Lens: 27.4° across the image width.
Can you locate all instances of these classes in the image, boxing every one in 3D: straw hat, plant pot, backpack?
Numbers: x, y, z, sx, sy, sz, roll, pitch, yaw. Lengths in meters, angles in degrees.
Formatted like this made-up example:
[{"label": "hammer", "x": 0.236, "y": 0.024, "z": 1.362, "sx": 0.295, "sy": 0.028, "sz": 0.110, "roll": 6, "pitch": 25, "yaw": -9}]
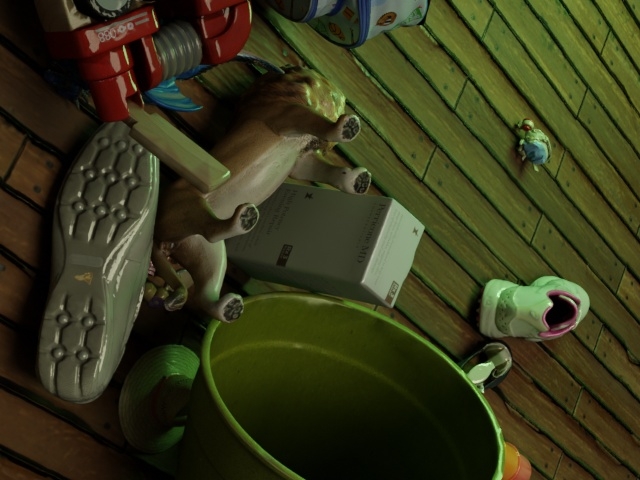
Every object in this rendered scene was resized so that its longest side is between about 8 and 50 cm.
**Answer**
[{"label": "straw hat", "x": -0.171, "y": 0.196, "z": 1.592, "sx": 0.144, "sy": 0.061, "sz": 0.144, "roll": -13, "pitch": 107, "yaw": -48}, {"label": "plant pot", "x": -0.027, "y": 0.309, "z": 1.543, "sx": 0.366, "sy": 0.366, "sz": 0.353, "roll": -12, "pitch": 136, "yaw": -48}, {"label": "backpack", "x": 0.023, "y": -0.365, "z": 1.576, "sx": 0.213, "sy": 0.276, "sz": 0.263, "roll": -26, "pitch": 128, "yaw": -10}]

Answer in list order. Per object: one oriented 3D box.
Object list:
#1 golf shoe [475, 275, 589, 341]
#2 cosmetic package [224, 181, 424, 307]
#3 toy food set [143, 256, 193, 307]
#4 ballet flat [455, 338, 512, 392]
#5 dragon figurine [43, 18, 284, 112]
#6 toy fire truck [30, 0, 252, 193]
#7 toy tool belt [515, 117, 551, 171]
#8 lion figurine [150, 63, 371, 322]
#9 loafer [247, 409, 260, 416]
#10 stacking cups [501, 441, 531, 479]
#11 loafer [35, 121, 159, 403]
[{"label": "golf shoe", "x": 0.385, "y": 0.122, "z": 2.176, "sx": 0.306, "sy": 0.140, "sz": 0.115, "roll": -3, "pitch": 97, "yaw": -51}, {"label": "cosmetic package", "x": 0.000, "y": 0.000, "z": 1.624, "sx": 0.085, "sy": 0.231, "sz": 0.117, "roll": 39, "pitch": 67, "yaw": -46}, {"label": "toy food set", "x": -0.186, "y": 0.038, "z": 1.576, "sx": 0.122, "sy": 0.019, "sz": 0.078, "roll": -32, "pitch": 120, "yaw": -42}, {"label": "ballet flat", "x": 0.262, "y": 0.204, "z": 2.088, "sx": 0.203, "sy": 0.074, "sz": 0.074, "roll": -24, "pitch": 115, "yaw": -44}, {"label": "dragon figurine", "x": -0.180, "y": -0.191, "z": 1.488, "sx": 0.289, "sy": 0.085, "sz": 0.144, "roll": 18, "pitch": 85, "yaw": -45}, {"label": "toy fire truck", "x": -0.153, "y": -0.187, "z": 1.360, "sx": 0.217, "sy": 0.158, "sz": 0.246, "roll": -29, "pitch": 114, "yaw": -36}, {"label": "toy tool belt", "x": 0.346, "y": -0.154, "z": 2.146, "sx": 0.083, "sy": 0.052, "sz": 0.051, "roll": 53, "pitch": 49, "yaw": -40}, {"label": "lion figurine", "x": -0.094, "y": -0.070, "z": 1.537, "sx": 0.392, "sy": 0.240, "sz": 0.142, "roll": -38, "pitch": 128, "yaw": -26}, {"label": "loafer", "x": -0.106, "y": 0.214, "z": 1.671, "sx": 0.062, "sy": 0.061, "sz": 0.170, "roll": -16, "pitch": 110, "yaw": -48}, {"label": "stacking cups", "x": 0.247, "y": 0.339, "z": 2.088, "sx": 0.316, "sy": 0.096, "sz": 0.096, "roll": 37, "pitch": 69, "yaw": -47}, {"label": "loafer", "x": -0.245, "y": 0.021, "z": 1.455, "sx": 0.111, "sy": 0.112, "sz": 0.319, "roll": 86, "pitch": 18, "yaw": -78}]
